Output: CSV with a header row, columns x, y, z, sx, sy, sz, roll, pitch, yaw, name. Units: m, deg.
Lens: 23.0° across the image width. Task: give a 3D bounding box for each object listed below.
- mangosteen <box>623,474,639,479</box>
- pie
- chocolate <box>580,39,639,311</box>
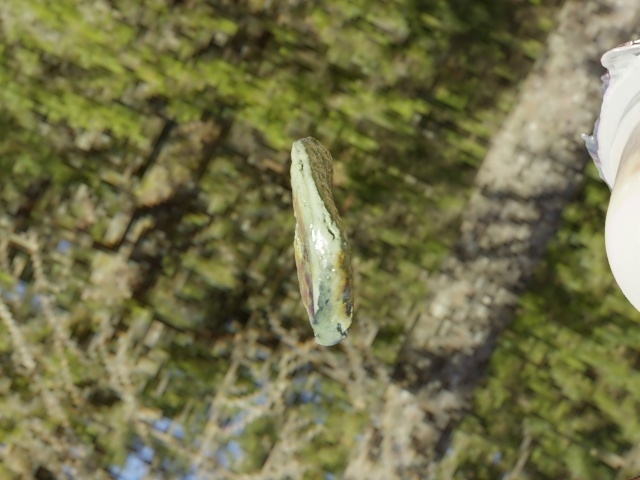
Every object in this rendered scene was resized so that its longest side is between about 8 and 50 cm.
x,y,z,sx,sy,sz,roll,pitch,yaw,name
0.354,0.355,1.522,0.236,0.235,0.261,23,-136,-20,mangosteen
0.000,0.000,1.757,0.054,0.240,0.240,-6,-166,-4,pie
0.242,-0.019,0.946,0.221,0.221,0.147,28,-137,9,chocolate
